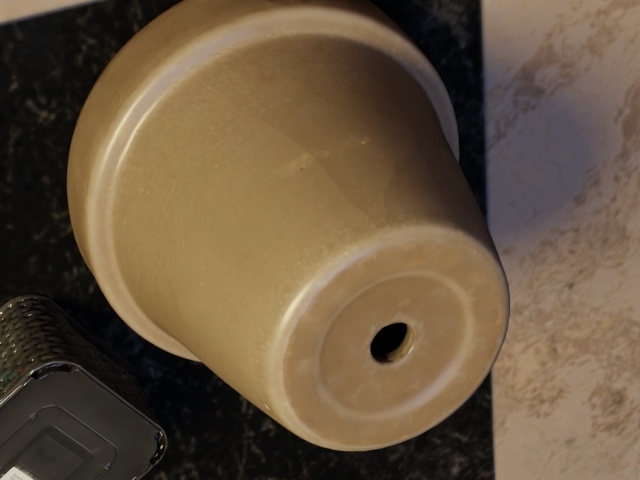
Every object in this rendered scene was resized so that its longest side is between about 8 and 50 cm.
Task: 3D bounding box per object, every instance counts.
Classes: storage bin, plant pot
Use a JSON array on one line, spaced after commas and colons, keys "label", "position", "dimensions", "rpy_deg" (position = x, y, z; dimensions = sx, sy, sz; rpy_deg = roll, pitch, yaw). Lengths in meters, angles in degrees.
[{"label": "storage bin", "position": [-0.207, 0.141, 0.935], "dimensions": [0.180, 0.084, 0.122], "rpy_deg": [-43, 128, 3]}, {"label": "plant pot", "position": [0.000, 0.000, 0.856], "dimensions": [0.263, 0.229, 0.263], "rpy_deg": [-12, 123, -20]}]
